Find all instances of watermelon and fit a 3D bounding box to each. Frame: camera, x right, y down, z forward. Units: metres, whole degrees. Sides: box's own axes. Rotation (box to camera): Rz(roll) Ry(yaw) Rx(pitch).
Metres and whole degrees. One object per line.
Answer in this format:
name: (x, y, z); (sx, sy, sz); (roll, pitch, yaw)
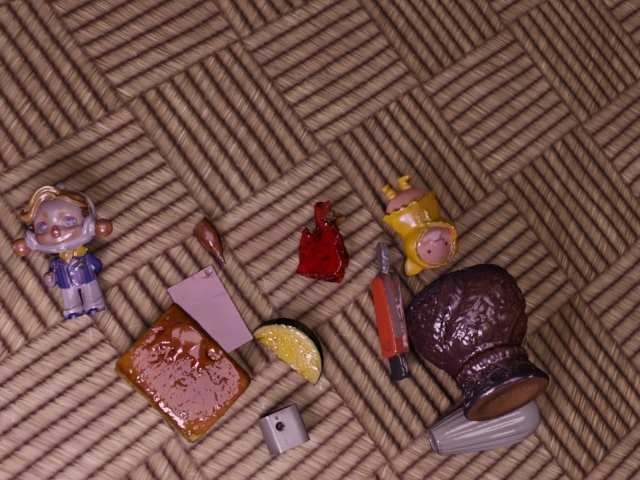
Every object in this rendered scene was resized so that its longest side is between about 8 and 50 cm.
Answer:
watermelon: (-0.051, 0.223, 1.765); (0.181, 0.075, 0.092); (38, 112, -3)

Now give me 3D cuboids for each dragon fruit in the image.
dragon fruit: (0.013, 0.003, 1.840); (0.092, 0.122, 0.192); (19, 60, -53)

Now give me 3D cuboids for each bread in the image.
bread: (-0.280, 0.272, 1.640); (0.234, 0.110, 0.184); (44, 69, -2)

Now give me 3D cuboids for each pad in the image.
pad: (-0.240, 0.160, 1.740); (0.113, 0.006, 0.187); (-29, 85, -20)

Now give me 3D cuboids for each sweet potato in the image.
sweet potato: (-0.239, 0.006, 1.760); (0.049, 0.049, 0.117); (-30, 85, -22)

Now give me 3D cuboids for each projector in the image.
projector: (-0.078, 0.397, 1.680); (0.083, 0.083, 0.082); (-19, 81, -21)

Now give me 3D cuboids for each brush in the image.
brush: (0.156, 0.159, 1.828); (0.051, 0.070, 0.323); (-1, 73, -19)

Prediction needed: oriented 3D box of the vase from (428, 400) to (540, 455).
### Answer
vase: (0.362, 0.412, 1.793); (0.248, 0.128, 0.128); (-17, 80, -12)

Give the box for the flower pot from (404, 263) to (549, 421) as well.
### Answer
flower pot: (0.346, 0.229, 1.723); (0.267, 0.266, 0.267); (-8, 55, -19)

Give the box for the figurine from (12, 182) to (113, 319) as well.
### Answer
figurine: (-0.504, 0.017, 1.640); (0.194, 0.133, 0.274); (-36, 93, 1)

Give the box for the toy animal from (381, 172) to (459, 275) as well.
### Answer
toy animal: (0.227, -0.040, 1.873); (0.156, 0.156, 0.229); (-28, 95, -22)
